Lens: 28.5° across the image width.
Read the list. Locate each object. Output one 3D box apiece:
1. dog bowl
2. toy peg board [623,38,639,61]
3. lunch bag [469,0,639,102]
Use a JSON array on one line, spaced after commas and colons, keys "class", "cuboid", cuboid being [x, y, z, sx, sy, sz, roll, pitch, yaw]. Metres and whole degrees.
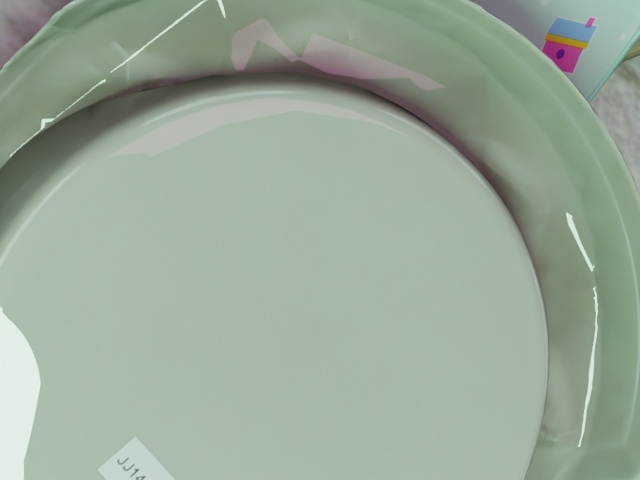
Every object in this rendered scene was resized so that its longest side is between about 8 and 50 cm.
[{"class": "dog bowl", "cuboid": [-0.030, 0.056, 0.539, 0.348, 0.102, 0.349, -3, 101, -17]}, {"class": "toy peg board", "cuboid": [0.242, -0.208, 0.789, 0.079, 0.160, 0.161, -2, 78, -44]}, {"class": "lunch bag", "cuboid": [0.056, -0.165, 0.626, 0.262, 0.160, 0.223, 29, 108, -16]}]
